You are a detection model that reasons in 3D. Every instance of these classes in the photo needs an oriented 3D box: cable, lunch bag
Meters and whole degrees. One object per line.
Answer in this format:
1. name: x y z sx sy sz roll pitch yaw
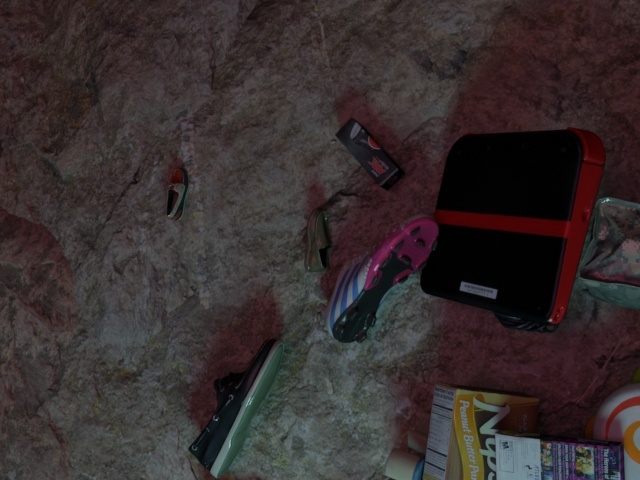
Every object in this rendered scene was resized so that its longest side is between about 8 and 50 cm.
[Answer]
1. cable: 0.407 0.085 1.446 0.151 0.047 0.184 9 87 32
2. lunch bag: 0.602 0.045 1.244 0.287 0.235 0.168 15 85 27

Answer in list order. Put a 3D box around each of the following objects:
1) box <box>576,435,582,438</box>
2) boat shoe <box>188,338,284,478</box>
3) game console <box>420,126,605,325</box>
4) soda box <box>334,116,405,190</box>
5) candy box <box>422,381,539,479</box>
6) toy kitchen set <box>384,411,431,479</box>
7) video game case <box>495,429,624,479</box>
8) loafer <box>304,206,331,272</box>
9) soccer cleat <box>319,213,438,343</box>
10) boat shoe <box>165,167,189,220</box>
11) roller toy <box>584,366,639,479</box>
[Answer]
1. box: 0.483 0.469 1.304 0.164 0.021 0.201 -37 62 -20
2. boat shoe: -0.192 0.351 1.640 0.113 0.127 0.340 28 103 15
3. game console: 0.342 -0.039 1.384 0.387 0.060 0.341 11 89 62
4. soda box: 0.108 -0.190 1.630 0.060 0.053 0.169 -45 66 13
5. candy box: 0.286 0.430 1.358 0.087 0.183 0.316 172 108 -67
6. toy kitchen set: 0.220 0.474 1.452 0.122 0.166 0.207 13 123 31
7. video game case: 0.403 0.447 1.255 0.210 0.042 0.231 -3 88 33
8. loafer: 0.000 0.000 1.651 0.050 0.056 0.147 7 94 26
9. soccer cleat: 0.106 0.060 1.541 0.331 0.116 0.143 -53 38 15
10. boat shoe: -0.361 -0.119 1.851 0.049 0.043 0.136 0 80 28
11. roller toy: 0.573 0.330 1.260 0.191 0.146 0.209 47 112 27
